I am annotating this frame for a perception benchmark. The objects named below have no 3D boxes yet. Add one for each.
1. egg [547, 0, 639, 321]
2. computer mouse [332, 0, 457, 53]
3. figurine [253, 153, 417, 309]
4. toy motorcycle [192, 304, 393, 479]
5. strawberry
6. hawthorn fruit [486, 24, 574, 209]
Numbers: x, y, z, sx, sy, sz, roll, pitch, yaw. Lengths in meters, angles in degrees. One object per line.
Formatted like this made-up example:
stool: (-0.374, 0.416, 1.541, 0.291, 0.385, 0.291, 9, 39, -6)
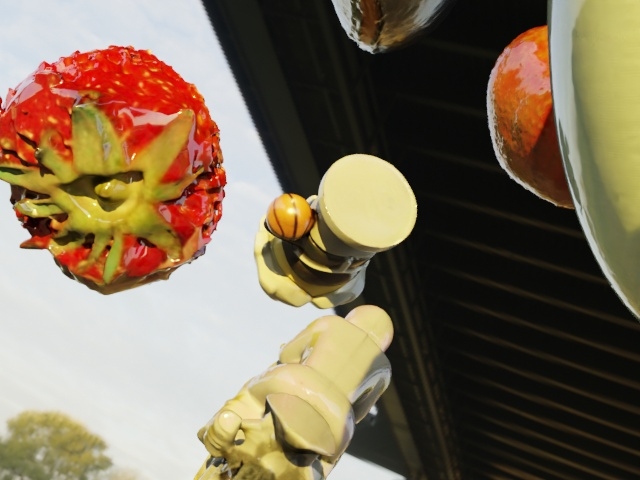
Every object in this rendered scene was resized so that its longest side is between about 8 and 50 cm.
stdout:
egg: (0.239, -0.110, 0.487, 0.230, 0.230, 0.371, 10, -72, 33)
computer mouse: (0.087, -0.306, 0.927, 0.116, 0.183, 0.323, 40, -6, 21)
figurine: (0.000, 0.000, 1.100, 0.176, 0.133, 0.236, 7, -25, -20)
toy motorcycle: (-0.014, 0.100, 0.510, 0.073, 0.152, 0.225, 41, 4, 3)
strawberry: (-0.159, -0.067, 0.704, 0.187, 0.201, 0.184, 29, -59, -13)
hawthorn fruit: (0.392, -0.179, 1.380, 0.275, 0.275, 0.299, 14, -43, 27)
